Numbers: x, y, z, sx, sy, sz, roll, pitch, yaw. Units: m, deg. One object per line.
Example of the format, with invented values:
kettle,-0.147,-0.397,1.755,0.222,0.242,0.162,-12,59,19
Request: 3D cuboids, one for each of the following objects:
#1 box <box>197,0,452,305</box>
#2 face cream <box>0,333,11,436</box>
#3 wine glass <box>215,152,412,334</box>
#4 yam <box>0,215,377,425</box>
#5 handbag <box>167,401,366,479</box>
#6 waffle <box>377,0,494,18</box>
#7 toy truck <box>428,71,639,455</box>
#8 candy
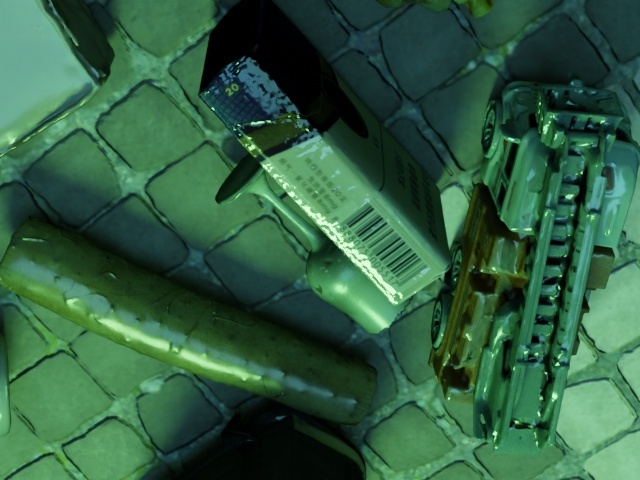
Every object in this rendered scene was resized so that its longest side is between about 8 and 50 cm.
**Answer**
box,0.005,-0.082,1.263,0.071,0.168,0.259,-35,112,17
face cream,-0.418,0.142,1.371,0.251,0.101,0.101,-3,116,-14
wine glass,0.000,0.000,1.349,0.079,0.079,0.195,-41,108,17
yam,-0.123,0.083,1.388,0.371,0.083,0.083,25,113,-11
handbag,-0.063,0.291,1.431,0.254,0.181,0.181,-40,111,19
waffle,0.093,-0.290,1.218,0.204,0.054,0.223,16,122,-10
toy truck,0.197,0.011,1.300,0.133,0.184,0.338,9,115,-6
candy,-0.288,-0.167,1.232,0.195,0.137,0.185,-31,112,11
